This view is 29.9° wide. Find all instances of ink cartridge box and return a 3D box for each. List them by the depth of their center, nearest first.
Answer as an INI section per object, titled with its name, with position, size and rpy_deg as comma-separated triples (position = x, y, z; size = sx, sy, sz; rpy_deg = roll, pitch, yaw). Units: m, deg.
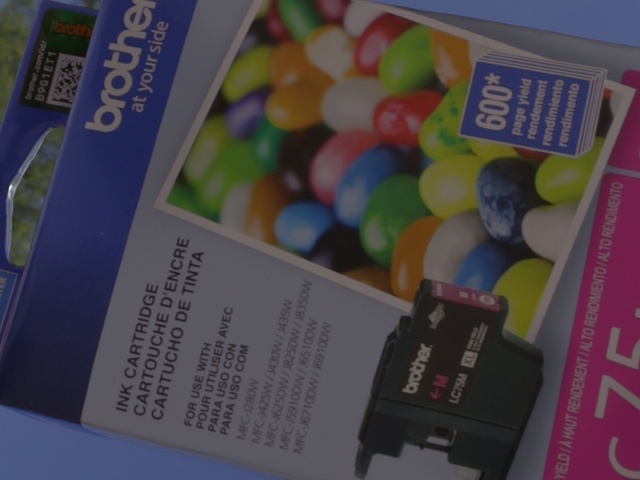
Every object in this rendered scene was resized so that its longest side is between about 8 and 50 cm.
[ink cartridge box]
position = 0.000, 0.000, 0.462
size = 0.311, 0.065, 0.186
rpy_deg = 11, -102, 13
